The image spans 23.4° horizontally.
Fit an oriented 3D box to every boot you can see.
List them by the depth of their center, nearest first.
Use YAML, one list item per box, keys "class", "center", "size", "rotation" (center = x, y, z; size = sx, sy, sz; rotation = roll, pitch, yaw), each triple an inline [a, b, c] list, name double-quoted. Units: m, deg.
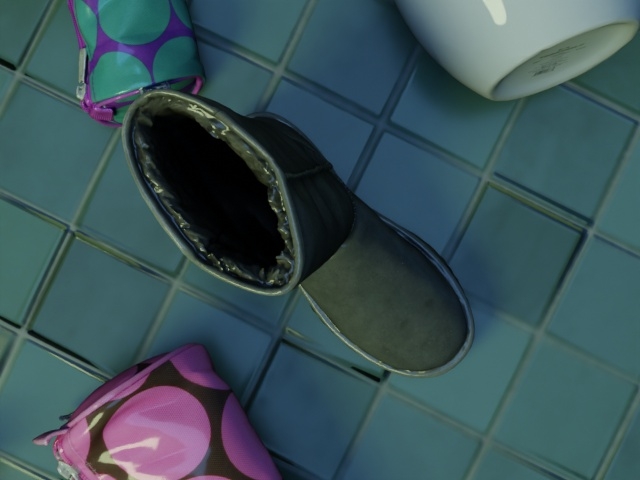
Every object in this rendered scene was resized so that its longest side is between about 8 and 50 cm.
- class: "boot"
  center: [-0.001, 0.002, 0.727]
  size: [0.189, 0.208, 0.076]
  rotation: [41, 91, 1]

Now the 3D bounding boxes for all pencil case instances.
- class: "pencil case"
  center: [-0.055, 0.162, 0.787]
  size: [0.098, 0.095, 0.209]
  rotation: [-29, 87, -35]
- class: "pencil case"
  center: [-0.111, -0.138, 0.801]
  size: [0.070, 0.064, 0.152]
  rotation: [-18, 88, -28]

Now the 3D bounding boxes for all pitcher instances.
- class: "pitcher"
  center: [0.103, -0.188, 0.781]
  size: [0.178, 0.125, 0.207]
  rotation: [-20, 78, -15]
